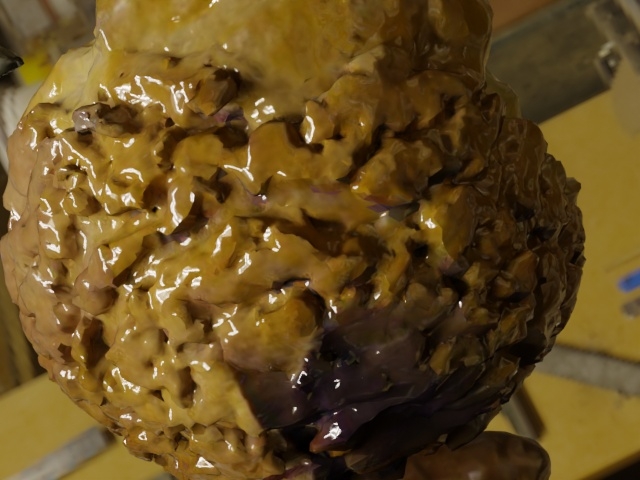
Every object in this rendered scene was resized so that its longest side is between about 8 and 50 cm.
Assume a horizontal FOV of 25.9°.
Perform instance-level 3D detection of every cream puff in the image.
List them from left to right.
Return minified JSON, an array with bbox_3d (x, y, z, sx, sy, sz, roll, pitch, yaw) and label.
[{"bbox_3d":[0.000,0.000,0.742,0.231,0.327,0.343,65,147,35],"label":"cream puff"}]

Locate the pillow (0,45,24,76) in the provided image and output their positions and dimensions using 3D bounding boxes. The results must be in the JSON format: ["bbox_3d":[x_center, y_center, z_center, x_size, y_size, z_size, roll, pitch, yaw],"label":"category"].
[{"bbox_3d":[-0.184,-0.044,0.421,0.229,0.148,0.050,175,106,-68],"label":"pillow"}]

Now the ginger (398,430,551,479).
[{"bbox_3d":[0.118,0.261,0.805,0.357,0.274,0.152,18,150,30],"label":"ginger"}]
